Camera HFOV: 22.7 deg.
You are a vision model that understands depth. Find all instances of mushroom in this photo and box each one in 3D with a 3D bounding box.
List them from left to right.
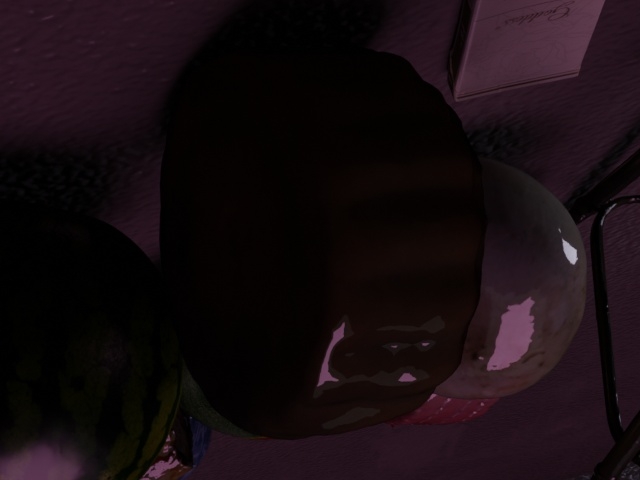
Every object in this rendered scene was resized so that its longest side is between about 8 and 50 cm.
[{"bbox_3d":[0.145,0.020,1.517,0.244,0.243,0.243,-14,161,-5],"label":"mushroom"}]

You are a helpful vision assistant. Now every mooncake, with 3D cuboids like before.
[{"bbox_3d":[0.000,0.000,1.174,0.161,0.290,0.290,-6,159,-29],"label":"mooncake"}]

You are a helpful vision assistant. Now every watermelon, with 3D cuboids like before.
[{"bbox_3d":[-0.249,0.104,1.285,0.285,0.285,0.285,-14,161,-5],"label":"watermelon"}]

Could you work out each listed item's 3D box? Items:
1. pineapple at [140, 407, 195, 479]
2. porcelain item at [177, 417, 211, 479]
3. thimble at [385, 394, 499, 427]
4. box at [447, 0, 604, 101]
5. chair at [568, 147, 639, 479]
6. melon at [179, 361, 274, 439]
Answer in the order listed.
[{"bbox_3d":[-0.201,0.167,1.601,0.114,0.186,0.236,-34,-176,14],"label":"pineapple"},{"bbox_3d":[-0.203,0.204,1.799,0.147,0.147,0.114,-16,161,2],"label":"porcelain item"},{"bbox_3d":[0.129,0.120,1.795,0.125,0.163,0.189,-3,151,-30],"label":"thimble"},{"bbox_3d":[0.159,-0.170,1.212,0.109,0.029,0.198,-13,160,-7],"label":"box"},{"bbox_3d":[0.434,0.033,1.487,0.365,0.362,0.410,4,147,-2],"label":"chair"},{"bbox_3d":[-0.051,0.112,1.610,0.182,0.182,0.288,-26,161,29],"label":"melon"}]
